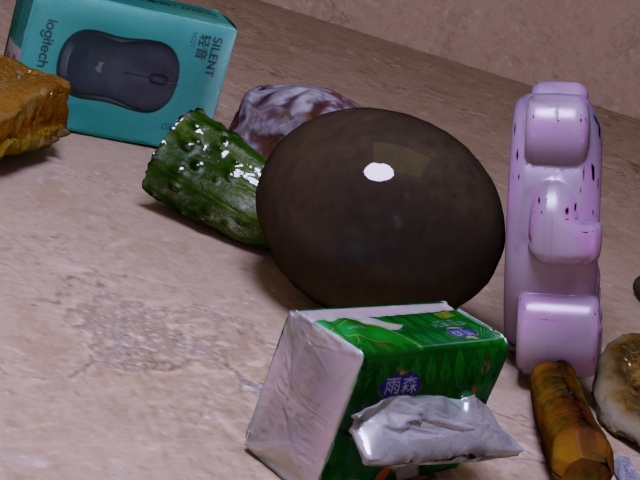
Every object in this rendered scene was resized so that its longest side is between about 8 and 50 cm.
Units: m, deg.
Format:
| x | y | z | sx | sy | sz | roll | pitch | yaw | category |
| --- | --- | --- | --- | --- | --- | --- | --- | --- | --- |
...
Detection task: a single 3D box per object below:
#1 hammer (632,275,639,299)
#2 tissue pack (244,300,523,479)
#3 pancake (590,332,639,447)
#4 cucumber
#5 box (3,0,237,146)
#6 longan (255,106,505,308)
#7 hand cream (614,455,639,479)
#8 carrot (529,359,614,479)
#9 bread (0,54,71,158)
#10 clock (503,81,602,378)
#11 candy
| x | y | z | sx | sy | sz | roll | pitch | yaw | category |
| --- | --- | --- | --- | --- | --- | --- | --- | --- | --- |
| 0.506 | 0.139 | 1.994 | 0.168 | 0.044 | 0.440 | 16 | 16 | -11 | hammer |
| 0.070 | 0.149 | 1.343 | 0.209 | 0.148 | 0.156 | 1 | 24 | -45 | tissue pack |
| 0.434 | 0.180 | 1.704 | 0.282 | 0.049 | 0.282 | 9 | 24 | -4 | pancake |
| -0.097 | -0.053 | 1.882 | 0.244 | 0.134 | 0.134 | 34 | 21 | 15 | cucumber |
| -0.293 | -0.254 | 2.154 | 0.311 | 0.205 | 0.118 | 10 | 20 | -24 | box |
| 0.073 | -0.033 | 1.747 | 0.300 | 0.243 | 0.300 | 27 | 29 | -16 | longan |
| 0.315 | 0.248 | 1.510 | 0.030 | 0.019 | 0.093 | 16 | 24 | -13 | hand cream |
| 0.255 | 0.189 | 1.545 | 0.070 | 0.070 | 0.260 | 17 | 15 | -3 | carrot |
| -0.440 | -0.146 | 1.837 | 0.185 | 0.109 | 0.380 | 24 | 19 | 7 | bread |
| 0.278 | -0.019 | 1.769 | 0.113 | 0.322 | 0.295 | 2 | 11 | 10 | clock |
| -0.021 | -0.147 | 2.167 | 0.214 | 0.157 | 0.289 | 24 | 18 | 5 | candy |
